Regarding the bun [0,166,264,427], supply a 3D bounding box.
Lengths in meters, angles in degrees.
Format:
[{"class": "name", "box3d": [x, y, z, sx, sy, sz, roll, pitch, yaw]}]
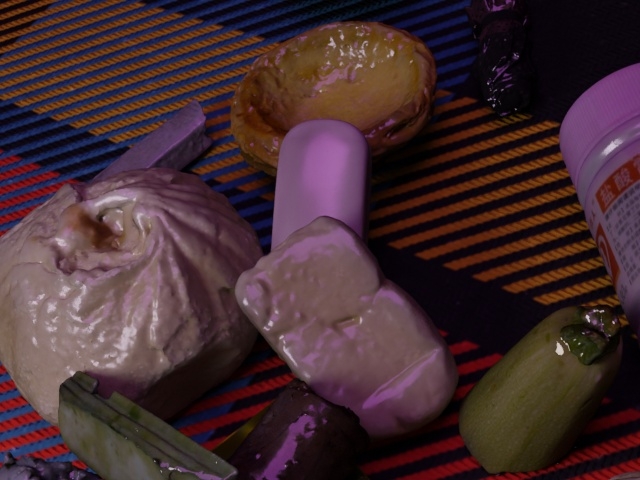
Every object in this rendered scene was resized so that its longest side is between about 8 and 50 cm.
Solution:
[{"class": "bun", "box3d": [-0.250, 0.053, 1.424, 0.352, 0.227, 0.349, 17, 62, 30]}]

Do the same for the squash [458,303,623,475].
[{"class": "squash", "box3d": [0.257, 0.132, 1.207, 0.137, 0.287, 0.137, 11, 52, -14]}]

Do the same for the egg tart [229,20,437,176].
[{"class": "egg tart", "box3d": [0.023, -0.173, 1.585, 0.293, 0.123, 0.294, -8, 48, 10]}]

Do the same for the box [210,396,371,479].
[{"class": "box", "box3d": [-0.009, 0.315, 1.260, 0.173, 0.043, 0.311, -37, 51, -12]}]

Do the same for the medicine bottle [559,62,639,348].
[{"class": "medicine bottle", "box3d": [0.401, -0.028, 1.296, 0.202, 0.202, 0.316, -17, 50, 4]}]

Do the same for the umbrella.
[{"class": "umbrella", "box3d": [0.248, -0.308, 1.639, 0.094, 0.090, 0.326, -11, 50, 13]}]

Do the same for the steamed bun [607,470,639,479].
[{"class": "steamed bun", "box3d": [0.334, 0.341, 1.000, 0.352, 0.247, 0.339, -10, 52, 4]}]

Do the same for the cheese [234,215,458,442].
[{"class": "cheese", "box3d": [0.035, 0.105, 1.319, 0.159, 0.093, 0.263, -39, 83, 1]}]

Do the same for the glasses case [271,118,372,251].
[{"class": "glasses case", "box3d": [0.000, 0.000, 1.419, 0.113, 0.075, 0.297, 3, 82, 11]}]

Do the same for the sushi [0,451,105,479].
[{"class": "sushi", "box3d": [-0.279, 0.341, 1.225, 0.139, 0.274, 0.184, -17, 46, 38]}]

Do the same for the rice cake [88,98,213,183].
[{"class": "rice cake", "box3d": [-0.288, -0.063, 1.636, 0.365, 0.056, 0.072, -43, 47, -17]}]

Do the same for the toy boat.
[{"class": "toy boat", "box3d": [-0.192, 0.209, 1.197, 0.055, 0.093, 0.293, -16, 23, -40]}]

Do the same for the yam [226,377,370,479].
[{"class": "yam", "box3d": [-0.064, 0.278, 1.193, 0.131, 0.131, 0.280, 25, 66, 32]}]
